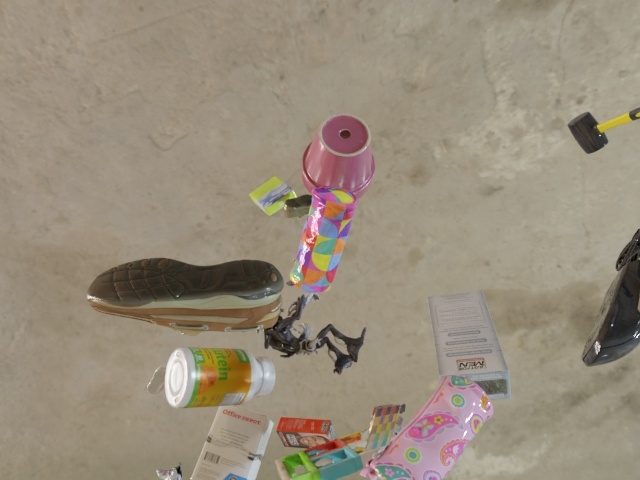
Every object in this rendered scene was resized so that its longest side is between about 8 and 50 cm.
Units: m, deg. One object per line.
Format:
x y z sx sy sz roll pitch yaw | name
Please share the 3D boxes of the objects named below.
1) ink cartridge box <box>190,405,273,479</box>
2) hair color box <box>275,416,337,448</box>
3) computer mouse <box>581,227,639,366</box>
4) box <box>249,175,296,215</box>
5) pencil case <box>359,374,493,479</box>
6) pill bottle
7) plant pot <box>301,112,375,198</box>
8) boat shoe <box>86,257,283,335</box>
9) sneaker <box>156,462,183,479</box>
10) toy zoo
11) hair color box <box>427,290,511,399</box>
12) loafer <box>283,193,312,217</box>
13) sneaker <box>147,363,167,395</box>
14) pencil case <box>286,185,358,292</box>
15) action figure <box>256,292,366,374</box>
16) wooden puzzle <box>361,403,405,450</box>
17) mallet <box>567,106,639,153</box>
-0.231 0.564 1.241 0.148 0.086 0.203 11 60 17 | ink cartridge box
-0.035 0.493 1.175 0.141 0.043 0.072 -6 123 21 | hair color box
0.464 0.062 0.664 0.060 0.262 0.184 26 145 25 | computer mouse
-0.150 -0.141 1.457 0.109 0.178 0.042 -37 121 -9 | box
0.209 0.389 0.893 0.284 0.124 0.124 -38 100 -23 | pencil case
-0.238 0.333 1.128 0.245 0.136 0.137 13 105 -39 | pill bottle
0.051 -0.220 1.188 0.201 0.180 0.202 1 67 -3 | plant pot
-0.222 0.109 0.778 0.323 0.123 0.120 1 122 4 | boat shoe
-0.465 0.726 1.448 0.098 0.038 0.069 21 65 33 | sneaker
0.054 0.466 1.006 0.293 0.192 0.030 -13 79 -15 | toy zoo
0.445 0.314 1.423 0.185 0.374 0.114 -9 117 12 | hair color box
-0.055 -0.096 1.320 0.056 0.148 0.050 51 126 25 | loafer
-0.451 0.395 1.353 0.051 0.070 0.134 45 115 10 | sneaker
0.000 0.000 0.969 0.104 0.104 0.237 18 117 -2 | pencil case
-0.039 0.216 1.106 0.275 0.141 0.164 20 133 2 | action figure
0.071 0.214 0.532 0.006 0.083 0.050 15 89 42 | wooden puzzle
0.433 -0.183 0.658 0.039 0.190 0.062 -39 87 -12 | mallet
